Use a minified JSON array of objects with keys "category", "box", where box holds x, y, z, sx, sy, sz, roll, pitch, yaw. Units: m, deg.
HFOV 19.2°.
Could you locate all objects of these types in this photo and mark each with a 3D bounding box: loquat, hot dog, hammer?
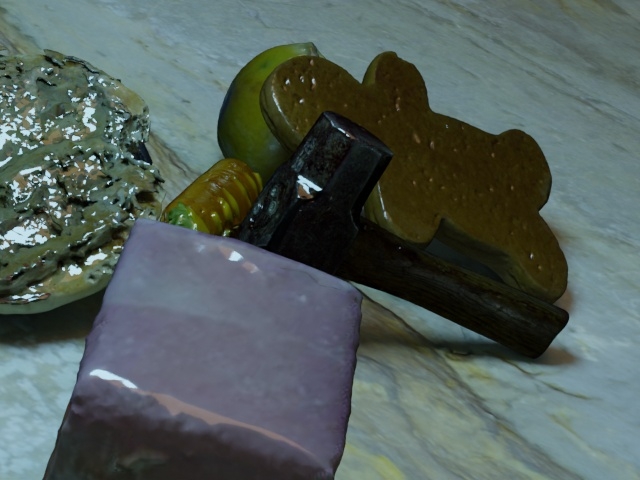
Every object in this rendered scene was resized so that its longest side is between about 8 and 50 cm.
[{"category":"loquat","box":[-0.047,-0.148,2.244,0.152,0.195,0.152,29,19,-11]},{"category":"hot dog","box":[-0.123,-0.011,2.010,0.072,0.115,0.269,27,24,5]},{"category":"hammer","box":[0.096,0.038,2.018,0.409,0.242,0.095,23,11,-32]}]

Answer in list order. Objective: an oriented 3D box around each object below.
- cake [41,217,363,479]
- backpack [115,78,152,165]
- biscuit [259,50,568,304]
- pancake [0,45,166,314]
[{"category":"cake","box":[-0.106,0.158,1.574,0.230,0.237,0.309,18,28,-2]},{"category":"backpack","box":[-0.281,-0.097,2.079,0.206,0.133,0.258,-3,41,-32]},{"category":"biscuit","box":[0.102,-0.087,2.200,0.432,0.064,0.283,21,48,-29]},{"category":"pancake","box":[-0.336,-0.066,1.919,0.382,0.071,0.382,4,48,-4]}]
